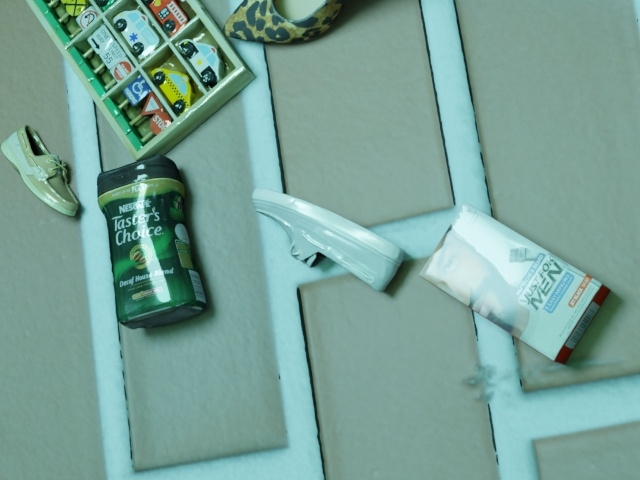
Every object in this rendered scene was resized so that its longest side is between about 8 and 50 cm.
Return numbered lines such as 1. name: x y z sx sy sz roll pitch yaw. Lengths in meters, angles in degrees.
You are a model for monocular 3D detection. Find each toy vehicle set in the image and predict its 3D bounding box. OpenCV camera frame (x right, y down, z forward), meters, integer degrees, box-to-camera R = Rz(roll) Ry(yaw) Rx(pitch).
1. toy vehicle set: -0.214 -0.237 1.673 0.166 0.035 0.267 -40 69 10

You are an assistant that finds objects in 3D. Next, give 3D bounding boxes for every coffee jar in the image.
1. coffee jar: -0.190 0.000 1.596 0.096 0.079 0.184 -17 74 17

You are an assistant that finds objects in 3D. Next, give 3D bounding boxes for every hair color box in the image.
1. hair color box: 0.196 0.043 1.458 0.167 0.053 0.093 32 93 24

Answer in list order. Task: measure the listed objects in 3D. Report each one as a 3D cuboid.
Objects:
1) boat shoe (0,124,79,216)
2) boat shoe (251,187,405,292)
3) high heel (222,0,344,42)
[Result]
1. boat shoe: -0.323 -0.083 1.677 0.045 0.050 0.135 -49 68 12
2. boat shoe: 0.000 0.000 1.539 0.184 0.066 0.063 25 88 13
3. high heel: -0.016 -0.294 1.528 0.261 0.186 0.093 -21 75 16
